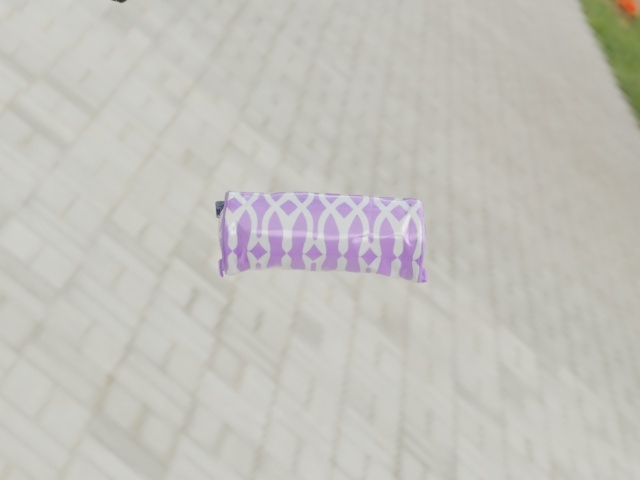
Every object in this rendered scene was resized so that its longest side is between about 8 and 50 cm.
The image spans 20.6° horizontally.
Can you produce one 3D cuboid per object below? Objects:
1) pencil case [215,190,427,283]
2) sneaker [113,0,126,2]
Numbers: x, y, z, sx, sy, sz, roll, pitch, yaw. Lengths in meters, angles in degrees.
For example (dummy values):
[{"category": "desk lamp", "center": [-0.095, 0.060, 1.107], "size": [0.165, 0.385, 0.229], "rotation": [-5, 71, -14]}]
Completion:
[{"category": "pencil case", "center": [0.000, 0.000, 1.666], "size": [0.206, 0.088, 0.086], "rotation": [2, 32, 1]}, {"category": "sneaker", "center": [-0.209, -0.348, 1.900], "size": [0.087, 0.227, 0.130], "rotation": [26, 46, 10]}]
